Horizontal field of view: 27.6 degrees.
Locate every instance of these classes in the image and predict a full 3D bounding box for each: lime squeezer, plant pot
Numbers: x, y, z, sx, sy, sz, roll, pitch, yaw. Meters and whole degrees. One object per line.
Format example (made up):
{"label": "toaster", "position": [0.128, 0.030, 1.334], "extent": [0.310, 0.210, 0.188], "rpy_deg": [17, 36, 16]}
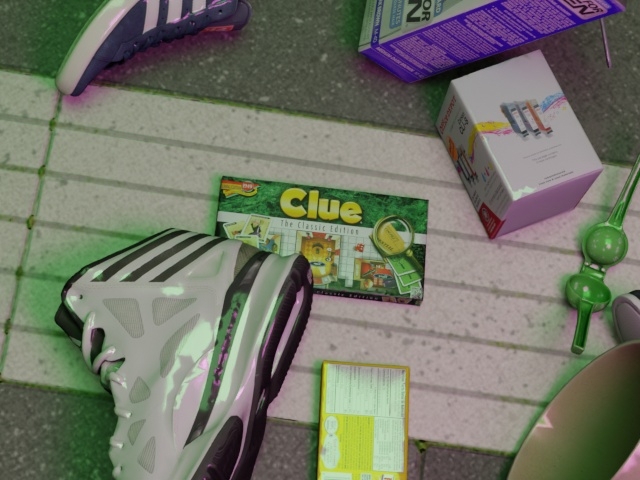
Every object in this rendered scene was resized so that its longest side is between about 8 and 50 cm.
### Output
{"label": "lime squeezer", "position": [0.338, 0.017, 1.580], "extent": [0.059, 0.110, 0.310], "rpy_deg": [16, 63, 20]}
{"label": "plant pot", "position": [0.384, 0.291, 1.424], "extent": [0.274, 0.256, 0.256], "rpy_deg": [38, 69, -9]}

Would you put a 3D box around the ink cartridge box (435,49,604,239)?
{"label": "ink cartridge box", "position": [0.240, -0.118, 1.608], "extent": [0.127, 0.128, 0.176], "rpy_deg": [-19, 71, -13]}

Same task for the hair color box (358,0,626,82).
{"label": "hair color box", "position": [0.207, -0.330, 1.581], "extent": [0.110, 0.339, 0.185], "rpy_deg": [27, 62, -39]}

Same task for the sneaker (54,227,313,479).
{"label": "sneaker", "position": [-0.199, 0.188, 1.456], "extent": [0.257, 0.169, 0.447], "rpy_deg": [16, 67, 15]}

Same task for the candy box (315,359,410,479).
{"label": "candy box", "position": [0.048, 0.242, 1.504], "extent": [0.105, 0.027, 0.206], "rpy_deg": [6, 69, -7]}

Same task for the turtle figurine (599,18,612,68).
{"label": "turtle figurine", "position": [0.408, -0.419, 1.641], "extent": [0.198, 0.266, 0.275], "rpy_deg": [-15, 43, 19]}

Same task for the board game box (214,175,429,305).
{"label": "board game box", "position": [0.000, 0.000, 1.592], "extent": [0.259, 0.030, 0.136], "rpy_deg": [6, 66, -4]}

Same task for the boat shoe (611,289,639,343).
{"label": "boat shoe", "position": [0.460, 0.174, 1.535], "extent": [0.091, 0.114, 0.302], "rpy_deg": [-33, 88, -16]}

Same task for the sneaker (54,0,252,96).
{"label": "sneaker", "position": [-0.178, -0.288, 1.639], "extent": [0.148, 0.131, 0.350], "rpy_deg": [44, 81, -16]}
